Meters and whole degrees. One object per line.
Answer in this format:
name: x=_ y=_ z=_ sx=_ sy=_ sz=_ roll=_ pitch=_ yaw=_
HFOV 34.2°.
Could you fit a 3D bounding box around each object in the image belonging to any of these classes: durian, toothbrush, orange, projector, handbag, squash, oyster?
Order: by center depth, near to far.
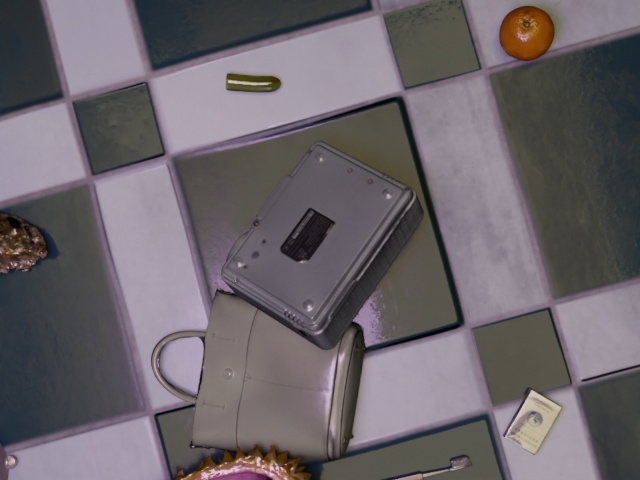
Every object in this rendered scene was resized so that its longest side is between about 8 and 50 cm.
projector: x=0.000 y=0.000 z=1.494 sx=0.192 sy=0.099 sz=0.257 roll=30 pitch=77 yaw=26
durian: x=-0.164 y=0.410 z=1.510 sx=0.341 sy=0.112 sz=0.191 roll=-45 pitch=83 yaw=5
orange: x=0.308 y=-0.310 z=1.554 sx=0.083 sy=0.083 sz=0.084 roll=0 pitch=87 yaw=2
toothbrush: x=0.131 y=0.354 z=1.556 sx=0.194 sy=0.014 sz=0.017 roll=-16 pitch=87 yaw=1
handbag: x=-0.097 y=0.203 z=1.556 sx=0.315 sy=0.109 sz=0.241 roll=7 pitch=86 yaw=16
oyster: x=-0.499 y=0.006 z=1.583 sx=0.177 sy=0.056 sz=0.105 roll=16 pitch=80 yaw=8
squash: x=-0.102 y=-0.240 z=1.592 sx=0.083 sy=0.027 sz=0.028 roll=5 pitch=87 yaw=2

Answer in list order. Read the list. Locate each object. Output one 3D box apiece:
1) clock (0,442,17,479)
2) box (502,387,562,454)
clock: x=-0.549 y=0.348 z=1.559 sx=0.155 sy=0.063 sz=0.229 roll=-42 pitch=87 yaw=0
box: x=0.315 y=0.269 z=1.549 sx=0.054 sy=0.024 sz=0.083 roll=30 pitch=89 yaw=5
